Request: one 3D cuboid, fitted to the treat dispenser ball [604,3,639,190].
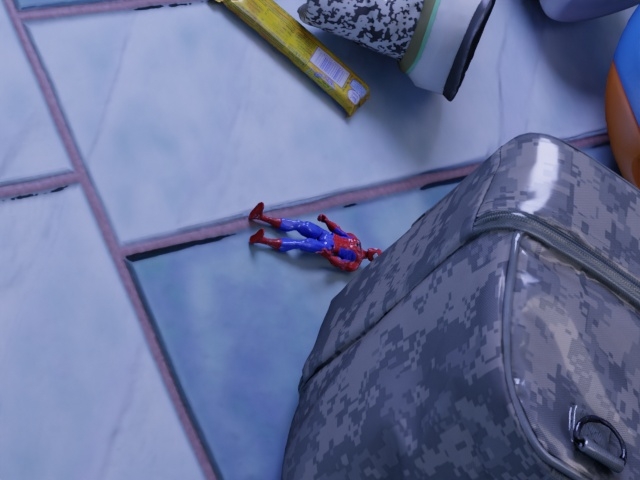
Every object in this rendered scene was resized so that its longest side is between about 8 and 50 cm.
[{"bbox_3d":[0.399,-0.124,1.500,0.288,0.288,0.288,18,56,-29],"label":"treat dispenser ball"}]

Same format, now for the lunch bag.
[{"bbox_3d":[0.112,0.122,1.144,0.212,0.305,0.256,36,46,-12],"label":"lunch bag"}]

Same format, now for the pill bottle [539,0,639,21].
[{"bbox_3d":[0.239,-0.352,1.575,0.153,0.153,0.265,-9,76,-40],"label":"pill bottle"}]

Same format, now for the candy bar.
[{"bbox_3d":[-0.022,-0.163,1.388,0.161,0.018,0.040,40,52,-13],"label":"candy bar"}]

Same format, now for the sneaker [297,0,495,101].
[{"bbox_3d":[0.065,-0.317,1.470,0.182,0.158,0.410,13,52,-10],"label":"sneaker"}]

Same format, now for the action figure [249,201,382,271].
[{"bbox_3d":[0.000,0.000,1.309,0.115,0.030,0.038,17,52,-32],"label":"action figure"}]
